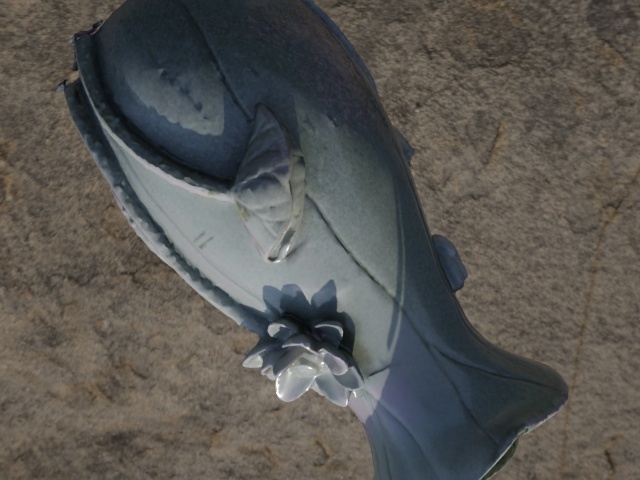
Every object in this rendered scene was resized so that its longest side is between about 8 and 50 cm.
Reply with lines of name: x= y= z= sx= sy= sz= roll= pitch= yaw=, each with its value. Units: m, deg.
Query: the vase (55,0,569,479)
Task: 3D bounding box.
vase: x=0.000 y=0.000 z=0.507 sx=0.250 sy=0.250 sz=0.445 roll=-37 pitch=85 yaw=7
